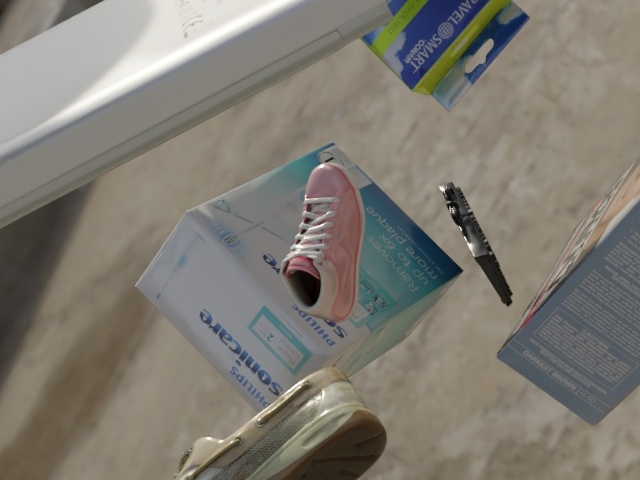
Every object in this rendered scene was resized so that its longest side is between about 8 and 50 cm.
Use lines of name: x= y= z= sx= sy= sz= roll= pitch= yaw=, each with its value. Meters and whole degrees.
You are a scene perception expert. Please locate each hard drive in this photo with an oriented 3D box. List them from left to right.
hard drive: x=-0.119 y=-0.086 z=0.966 sx=0.307 sy=0.040 sz=0.203 roll=-28 pitch=23 yaw=3

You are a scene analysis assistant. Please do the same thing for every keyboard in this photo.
keyboard: x=0.168 y=-0.009 z=1.955 sx=0.023 sy=0.108 sz=0.180 roll=-32 pitch=27 yaw=6

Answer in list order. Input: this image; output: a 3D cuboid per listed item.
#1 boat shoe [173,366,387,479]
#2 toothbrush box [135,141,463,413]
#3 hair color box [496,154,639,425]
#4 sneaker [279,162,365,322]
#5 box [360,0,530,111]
boat shoe: x=-0.084 y=0.231 z=1.650 sx=0.302 sy=0.109 sz=0.098 roll=-37 pitch=51 yaw=0
toothbrush box: x=-0.018 y=0.040 z=1.913 sx=0.295 sy=0.216 sz=0.126 roll=-28 pitch=-20 yaw=-53
hair color box: x=0.301 y=-0.018 z=1.468 sx=0.185 sy=0.113 sz=0.374 roll=-54 pitch=-1 yaw=-38
sneaker: x=0.000 y=0.000 z=1.472 sx=0.051 sy=0.070 sz=0.134 roll=-4 pitch=85 yaw=30
box: x=0.071 y=-0.203 z=1.451 sx=0.109 sy=0.178 sz=0.042 roll=-49 pitch=-20 yaw=18
